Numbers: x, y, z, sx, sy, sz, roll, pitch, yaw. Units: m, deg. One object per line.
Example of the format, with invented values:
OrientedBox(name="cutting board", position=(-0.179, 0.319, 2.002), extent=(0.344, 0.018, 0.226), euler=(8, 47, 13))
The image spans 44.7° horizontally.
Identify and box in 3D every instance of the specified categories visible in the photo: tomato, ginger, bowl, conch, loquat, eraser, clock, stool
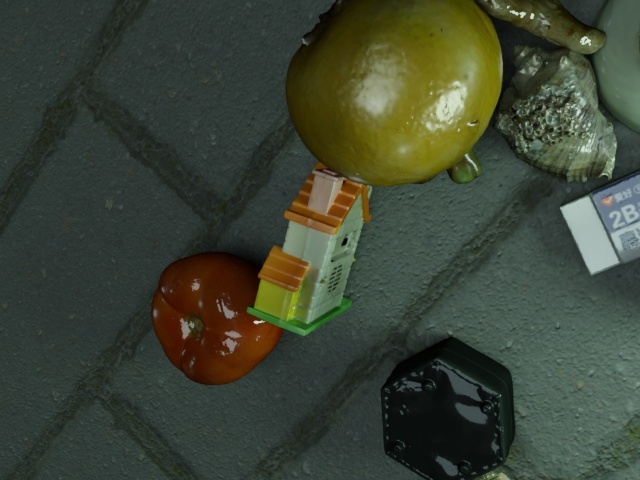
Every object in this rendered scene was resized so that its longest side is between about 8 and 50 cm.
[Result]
OrientedBox(name="tomato", position=(-0.181, 0.132, 1.401), extent=(0.259, 0.180, 0.260), euler=(8, 106, 31))
OrientedBox(name="ginger", position=(0.266, -0.387, 1.144), extent=(0.333, 0.166, 0.080), euler=(64, 147, 25))
OrientedBox(name="bowl", position=(0.517, -0.276, 1.094), extent=(0.276, 0.145, 0.277), euler=(3, 98, 21))
OrientedBox(name="conch", position=(0.351, -0.183, 1.180), extent=(0.163, 0.178, 0.245), euler=(-37, 91, -17))
OrientedBox(name="loquat", position=(0.123, -0.217, 1.163), extent=(0.328, 0.328, 0.359), euler=(-35, 109, 22))
OrientedBox(name="eraser", position=(0.487, -0.042, 1.183), extent=(0.210, 0.068, 0.125), euler=(-25, 90, 23))
OrientedBox(name="clock", position=(0.000, 0.000, 1.294), extent=(0.106, 0.219, 0.256), euler=(19, 104, 19))
OrientedBox(name="stool", position=(0.212, 0.287, 1.301), extent=(0.232, 0.141, 0.232), euler=(4, 100, 21))

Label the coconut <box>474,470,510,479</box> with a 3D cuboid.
OrientedBox(name="coconut", position=(0.276, 0.460, 1.322), extent=(0.122, 0.116, 0.116), euler=(-35, 86, 17))
